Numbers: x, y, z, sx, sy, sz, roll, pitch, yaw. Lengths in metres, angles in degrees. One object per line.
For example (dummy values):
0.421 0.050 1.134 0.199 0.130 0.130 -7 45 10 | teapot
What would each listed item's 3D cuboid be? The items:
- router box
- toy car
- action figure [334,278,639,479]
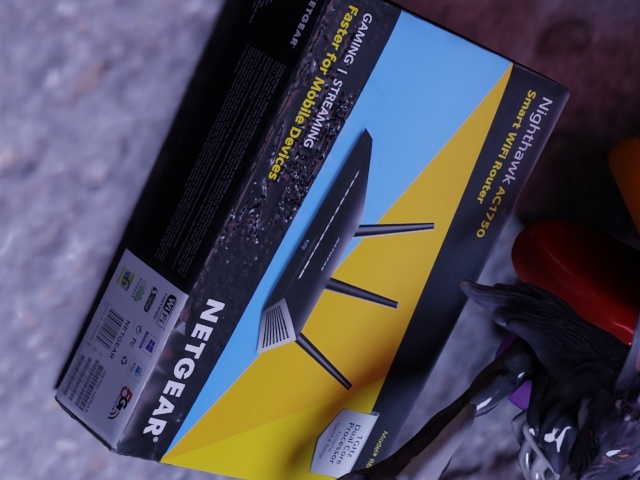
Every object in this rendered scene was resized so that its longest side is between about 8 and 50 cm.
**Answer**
0.000 0.000 0.710 0.133 0.046 0.179 18 101 -45 | router box
0.140 0.040 0.804 0.136 0.159 0.182 1 115 -4 | toy car
0.083 0.127 0.718 0.141 0.164 0.275 -49 163 -42 | action figure
